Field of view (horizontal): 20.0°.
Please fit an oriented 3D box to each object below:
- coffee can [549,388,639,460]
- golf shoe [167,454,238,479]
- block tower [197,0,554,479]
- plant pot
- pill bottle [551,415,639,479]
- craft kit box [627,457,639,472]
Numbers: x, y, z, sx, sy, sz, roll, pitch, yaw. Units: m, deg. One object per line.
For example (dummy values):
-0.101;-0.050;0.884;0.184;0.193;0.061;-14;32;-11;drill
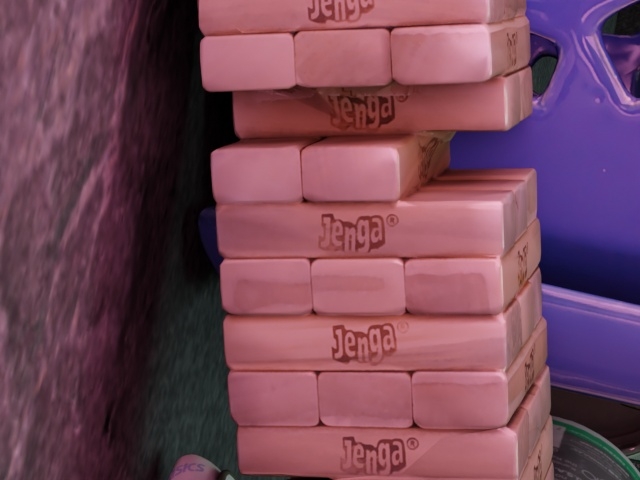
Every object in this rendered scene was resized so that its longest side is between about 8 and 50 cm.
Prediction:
0.243;0.138;1.695;0.275;0.201;0.201;82;20;-69;coffee can
-0.050;0.118;0.642;0.176;0.069;0.086;52;23;-75;golf shoe
0.018;-0.034;0.568;0.091;0.097;0.335;-35;124;-74;block tower
0.089;-0.059;0.708;0.236;0.236;0.212;-11;114;-75;plant pot
0.125;0.265;1.238;0.361;0.204;0.204;-45;144;-71;pill bottle
0.185;0.289;1.477;0.061;0.250;0.246;14;83;-50;craft kit box
